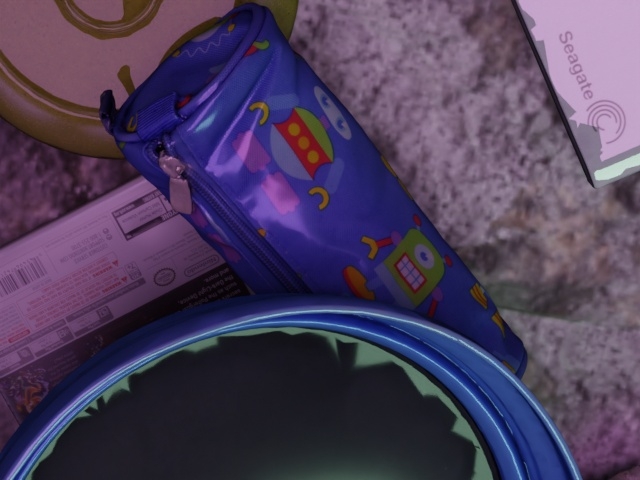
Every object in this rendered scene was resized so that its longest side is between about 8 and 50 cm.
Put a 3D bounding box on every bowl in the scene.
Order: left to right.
[{"bbox_3d":[-0.029,0.213,1.106,0.391,0.077,0.391,-5,106,-18],"label":"bowl"}]

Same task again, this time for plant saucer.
[{"bbox_3d":[-0.133,-0.167,1.208,0.241,0.037,0.241,0,102,1],"label":"plant saucer"}]

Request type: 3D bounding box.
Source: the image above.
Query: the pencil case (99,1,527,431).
[{"bbox_3d":[0.000,0.000,1.176,0.119,0.133,0.306,-22,115,43],"label":"pencil case"}]

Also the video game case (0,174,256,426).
[{"bbox_3d":[-0.131,0.058,1.266,0.190,0.022,0.173,-27,100,5],"label":"video game case"}]

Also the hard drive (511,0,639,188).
[{"bbox_3d":[0.289,-0.208,1.190,0.353,0.047,0.233,-24,101,6],"label":"hard drive"}]

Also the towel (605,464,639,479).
[{"bbox_3d":[0.187,0.315,1.270,0.187,0.049,0.282,-25,102,-20],"label":"towel"}]
